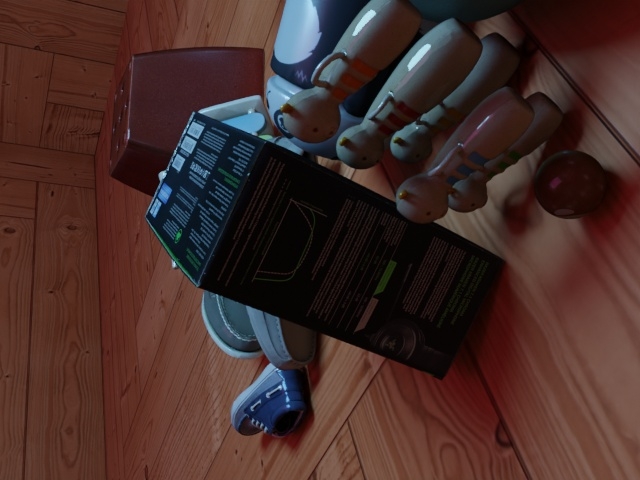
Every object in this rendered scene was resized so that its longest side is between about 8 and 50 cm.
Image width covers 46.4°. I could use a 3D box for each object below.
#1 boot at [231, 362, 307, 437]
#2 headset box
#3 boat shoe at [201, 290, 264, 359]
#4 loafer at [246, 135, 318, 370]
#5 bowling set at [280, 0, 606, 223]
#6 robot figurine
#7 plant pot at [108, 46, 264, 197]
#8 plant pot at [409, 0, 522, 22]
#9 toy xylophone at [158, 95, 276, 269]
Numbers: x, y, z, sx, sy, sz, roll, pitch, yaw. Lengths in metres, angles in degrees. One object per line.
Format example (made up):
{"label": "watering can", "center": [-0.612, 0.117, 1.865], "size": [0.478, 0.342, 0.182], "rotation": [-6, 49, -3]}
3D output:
{"label": "boot", "center": [-0.079, 0.255, 1.084], "size": [0.086, 0.069, 0.190], "rotation": [-102, 32, -41]}
{"label": "headset box", "center": [0.000, 0.000, 0.739], "size": [0.131, 0.283, 0.246], "rotation": [-64, 27, 4]}
{"label": "boat shoe", "center": [-0.135, 0.059, 1.216], "size": [0.305, 0.109, 0.091], "rotation": [-107, 28, -48]}
{"label": "loafer", "center": [-0.039, 0.016, 1.011], "size": [0.111, 0.112, 0.319], "rotation": [-7, 89, 36]}
{"label": "bowling set", "center": [0.108, -0.066, 0.604], "size": [0.154, 0.287, 0.200], "rotation": [-46, 69, 28]}
{"label": "robot figurine", "center": [0.037, -0.226, 0.821], "size": [0.174, 0.209, 0.278], "rotation": [27, 114, 22]}
{"label": "plant pot", "center": [-0.265, -0.214, 1.420], "size": [0.267, 0.236, 0.267], "rotation": [150, 124, -61]}
{"label": "plant pot", "center": [0.114, -0.298, 0.609], "size": [0.195, 0.290, 0.290], "rotation": [73, -175, -56]}
{"label": "toy xylophone", "center": [-0.153, -0.072, 1.192], "size": [0.081, 0.236, 0.322], "rotation": [62, -172, -58]}
